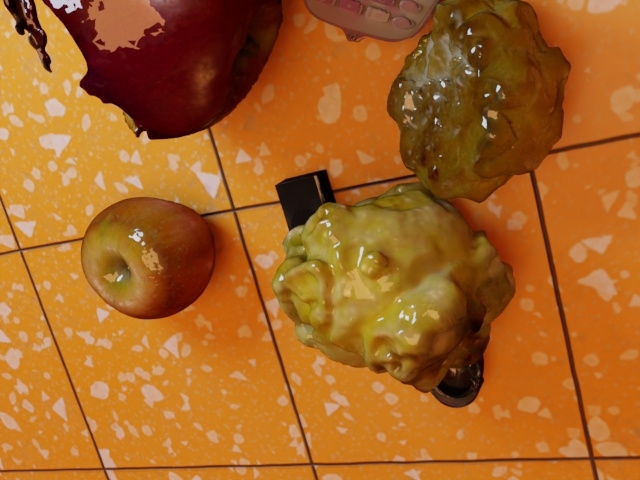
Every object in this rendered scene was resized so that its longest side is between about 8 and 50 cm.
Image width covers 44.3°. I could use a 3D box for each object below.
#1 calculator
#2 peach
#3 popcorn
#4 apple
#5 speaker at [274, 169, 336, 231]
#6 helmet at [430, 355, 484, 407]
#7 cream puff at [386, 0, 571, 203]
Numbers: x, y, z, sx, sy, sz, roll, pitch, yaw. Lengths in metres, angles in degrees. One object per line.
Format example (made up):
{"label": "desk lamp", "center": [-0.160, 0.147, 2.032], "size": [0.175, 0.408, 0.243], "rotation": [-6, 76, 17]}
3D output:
{"label": "calculator", "center": [0.089, -0.389, 0.994], "size": [0.194, 0.043, 0.294], "rotation": [13, 124, -16]}
{"label": "peach", "center": [-0.258, -0.346, 1.093], "size": [0.416, 0.339, 0.353], "rotation": [24, 79, 13]}
{"label": "popcorn", "center": [0.094, 0.064, 1.113], "size": [0.312, 0.312, 0.313], "rotation": [8, 112, 20]}
{"label": "apple", "center": [-0.286, 0.024, 1.331], "size": [0.234, 0.173, 0.211], "rotation": [21, 121, 24]}
{"label": "speaker", "center": [0.000, 0.000, 1.268], "size": [0.082, 0.044, 0.218], "rotation": [-10, 105, 25]}
{"label": "helmet", "center": [0.214, 0.193, 1.237], "size": [0.098, 0.070, 0.123], "rotation": [7, 119, 27]}
{"label": "cream puff", "center": [0.219, -0.191, 1.044], "size": [0.281, 0.185, 0.282], "rotation": [22, 115, 59]}
